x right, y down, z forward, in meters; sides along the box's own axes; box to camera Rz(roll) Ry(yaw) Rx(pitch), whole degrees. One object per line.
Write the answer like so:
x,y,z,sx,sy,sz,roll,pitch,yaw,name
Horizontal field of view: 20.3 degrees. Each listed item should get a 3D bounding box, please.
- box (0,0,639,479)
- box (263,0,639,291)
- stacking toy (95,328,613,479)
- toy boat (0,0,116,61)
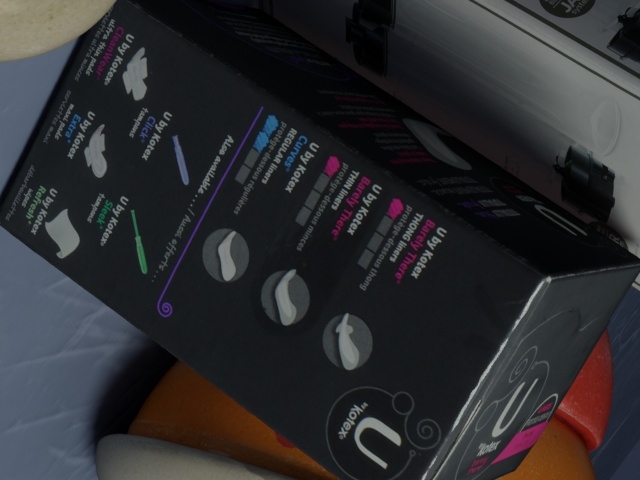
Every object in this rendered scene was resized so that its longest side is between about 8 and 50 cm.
0.000,0.000,0.913,0.143,0.270,0.165,-61,158,15,box
0.103,-0.105,0.953,0.087,0.290,0.169,-47,156,-24,box
0.081,0.016,1.207,0.350,0.350,0.480,56,51,-68,stacking toy
-0.167,-0.139,0.529,0.231,0.151,0.151,3,103,-32,toy boat
